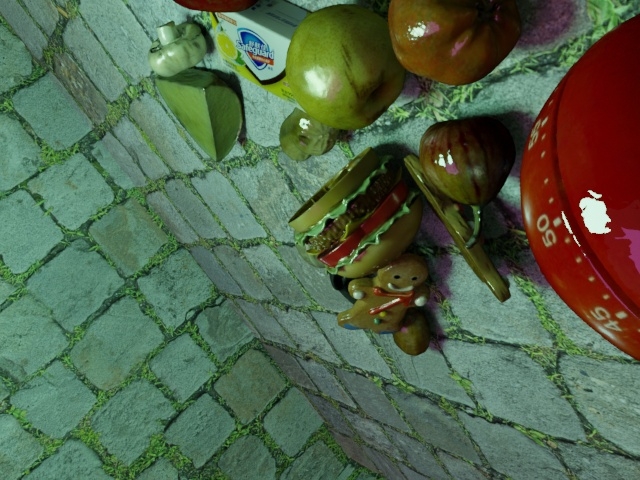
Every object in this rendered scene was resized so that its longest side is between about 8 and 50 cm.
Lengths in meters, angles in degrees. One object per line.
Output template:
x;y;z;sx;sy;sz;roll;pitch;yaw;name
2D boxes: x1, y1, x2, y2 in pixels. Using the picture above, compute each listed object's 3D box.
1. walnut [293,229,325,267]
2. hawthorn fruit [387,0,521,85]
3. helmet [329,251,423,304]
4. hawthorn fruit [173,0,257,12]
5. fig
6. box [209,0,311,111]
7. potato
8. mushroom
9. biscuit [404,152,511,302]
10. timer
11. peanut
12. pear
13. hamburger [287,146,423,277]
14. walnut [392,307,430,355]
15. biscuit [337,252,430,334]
0.000;0.001;1.570;0.140;0.140;0.162;22;157;42;walnut
0.176;-0.302;0.786;0.189;0.189;0.189;36;154;21;hawthorn fruit
0.132;0.065;1.427;0.198;0.154;0.253;-35;138;31;helmet
-0.205;-0.508;1.034;0.189;0.251;0.190;166;90;-69;hawthorn fruit
0.254;-0.124;0.944;0.202;0.148;0.149;51;148;11;fig
-0.097;-0.396;1.165;0.265;0.097;0.168;35;154;24;box
-0.333;-0.390;1.544;0.255;0.112;0.269;41;152;21;potato
-0.358;-0.474;1.402;0.154;0.154;0.123;23;152;41;mushroom
0.266;-0.032;1.098;0.340;0.047;0.216;53;-174;-17;biscuit
0.395;-0.053;0.558;0.378;0.378;0.279;44;158;5;timer
-0.028;-0.239;1.280;0.120;0.110;0.236;32;159;-10;peanut
0.036;-0.296;0.977;0.208;0.209;0.209;36;154;21;pear
0.088;-0.042;1.207;0.212;0.274;0.274;46;156;-8;hamburger
0.252;0.256;1.590;0.115;0.116;0.207;29;158;33;walnut
0.159;0.140;1.375;0.205;0.049;0.324;10;138;-17;biscuit
